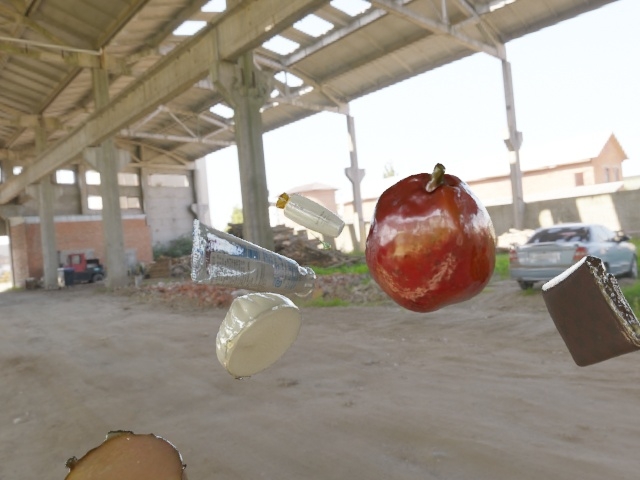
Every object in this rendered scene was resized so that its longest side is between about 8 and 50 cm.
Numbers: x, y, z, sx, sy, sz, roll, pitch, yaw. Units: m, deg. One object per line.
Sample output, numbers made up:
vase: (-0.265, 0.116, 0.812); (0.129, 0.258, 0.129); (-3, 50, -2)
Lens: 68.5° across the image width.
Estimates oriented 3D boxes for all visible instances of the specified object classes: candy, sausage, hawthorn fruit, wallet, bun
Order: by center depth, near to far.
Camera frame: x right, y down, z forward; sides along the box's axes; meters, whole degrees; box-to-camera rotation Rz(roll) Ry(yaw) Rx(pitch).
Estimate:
sausage: (-0.182, 0.370, 0.526); (0.125, 0.317, 0.117); (10, 28, 32)
wallet: (0.507, 0.137, 0.890); (0.049, 0.182, 0.229); (-17, -22, -2)
hawthorn fruit: (0.219, -0.009, 0.935); (0.265, 0.307, 0.265); (-1, 42, 1)
bun: (-0.200, 0.240, 1.338); (0.263, 0.263, 0.175); (-5, 37, -48)
candy: (0.000, 0.000, 1.480); (0.023, 0.083, 0.025); (-47, 7, 0)

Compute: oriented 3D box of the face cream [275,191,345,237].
face cream: (-0.027, -0.065, 1.188); (0.182, 0.072, 0.051); (28, -9, 14)

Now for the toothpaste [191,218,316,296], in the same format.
toothpaste: (-0.126, 0.053, 0.900); (0.073, 0.114, 0.299); (-17, -25, 35)
